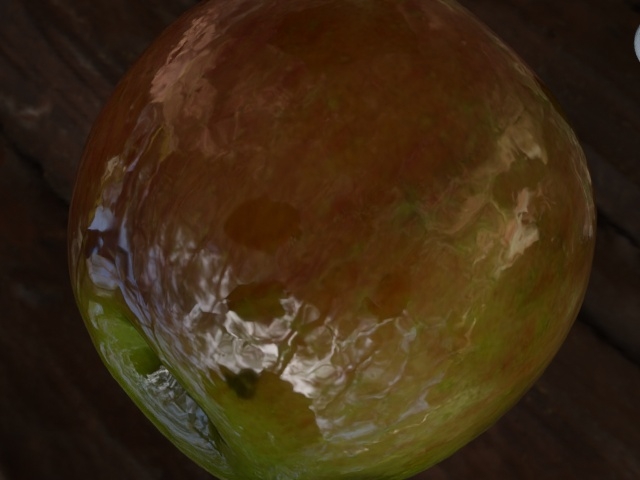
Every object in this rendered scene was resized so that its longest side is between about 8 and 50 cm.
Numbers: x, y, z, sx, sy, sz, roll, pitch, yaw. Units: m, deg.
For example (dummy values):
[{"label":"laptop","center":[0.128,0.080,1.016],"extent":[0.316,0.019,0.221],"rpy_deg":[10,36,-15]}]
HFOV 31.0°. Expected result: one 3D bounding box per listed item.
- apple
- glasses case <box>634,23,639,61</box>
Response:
[{"label":"apple","center":[0.000,0.000,0.430],"extent":[0.196,0.196,0.196],"rpy_deg":[22,-161,-8]},{"label":"glasses case","center":[0.289,-0.173,0.780],"extent":[0.067,0.178,0.045],"rpy_deg":[43,-142,1]}]
